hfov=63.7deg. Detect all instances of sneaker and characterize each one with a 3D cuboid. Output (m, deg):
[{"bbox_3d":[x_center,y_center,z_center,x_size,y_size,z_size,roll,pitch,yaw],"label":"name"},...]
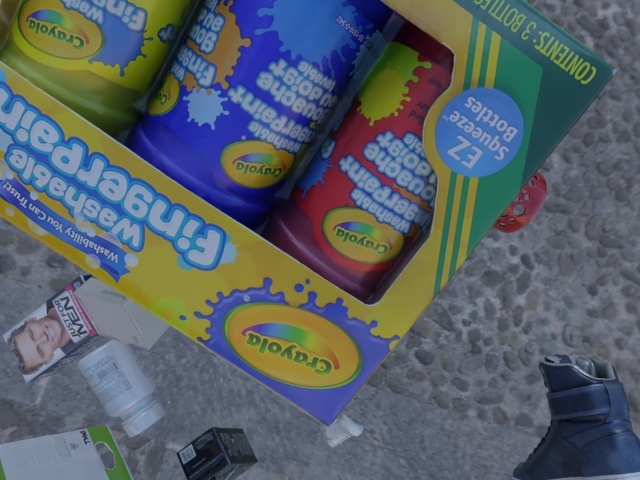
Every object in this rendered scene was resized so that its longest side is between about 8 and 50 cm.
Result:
[{"bbox_3d":[0.308,0.236,0.658,0.086,0.226,0.164,-2,65,-18],"label":"sneaker"},{"bbox_3d":[0.075,0.674,1.808,0.090,0.232,0.115,32,70,-8],"label":"sneaker"}]

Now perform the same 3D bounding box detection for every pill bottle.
[{"bbox_3d":[-0.495,0.369,1.300,0.131,0.131,0.229,-32,89,-16],"label":"pill bottle"}]

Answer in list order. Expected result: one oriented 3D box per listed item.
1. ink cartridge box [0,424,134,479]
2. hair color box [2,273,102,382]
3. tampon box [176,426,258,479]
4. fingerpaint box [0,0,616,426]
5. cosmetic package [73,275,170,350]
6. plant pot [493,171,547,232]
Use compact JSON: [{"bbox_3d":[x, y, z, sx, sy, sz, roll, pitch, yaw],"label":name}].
[{"bbox_3d":[-0.567,0.519,1.116,0.255,0.188,0.097,6,114,-46],"label":"ink cartridge box"},{"bbox_3d":[-0.768,0.263,1.551,0.347,0.105,0.174,-35,81,14],"label":"hair color box"},{"bbox_3d":[-0.257,0.549,1.301,0.120,0.161,0.101,-36,62,2],"label":"tampon box"},{"bbox_3d":[-0.066,-0.116,0.460,0.444,0.163,0.371,35,106,-4],"label":"fingerpaint box"},{"bbox_3d":[-0.343,0.069,1.096,0.153,0.129,0.296,9,42,25],"label":"cosmetic package"},{"bbox_3d":[0.484,-0.140,1.404,0.174,0.191,0.191,28,73,-18],"label":"plant pot"}]
